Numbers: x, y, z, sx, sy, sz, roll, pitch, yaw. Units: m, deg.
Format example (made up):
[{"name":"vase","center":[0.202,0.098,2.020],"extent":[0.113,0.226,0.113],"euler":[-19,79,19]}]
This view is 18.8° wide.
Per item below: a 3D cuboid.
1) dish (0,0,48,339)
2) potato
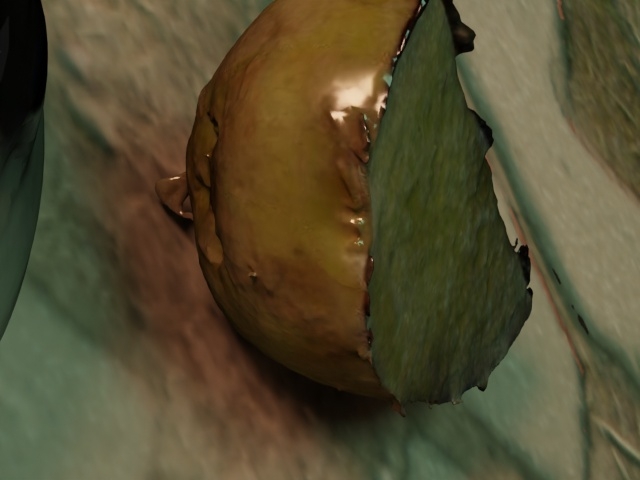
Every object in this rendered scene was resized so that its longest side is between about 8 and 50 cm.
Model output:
[{"name":"dish","center":[-0.140,-0.073,0.387],"extent":[0.273,0.134,0.273],"euler":[33,42,-35]},{"name":"potato","center":[0.000,0.000,0.576],"extent":[0.172,0.089,0.100],"euler":[65,40,-57]}]
